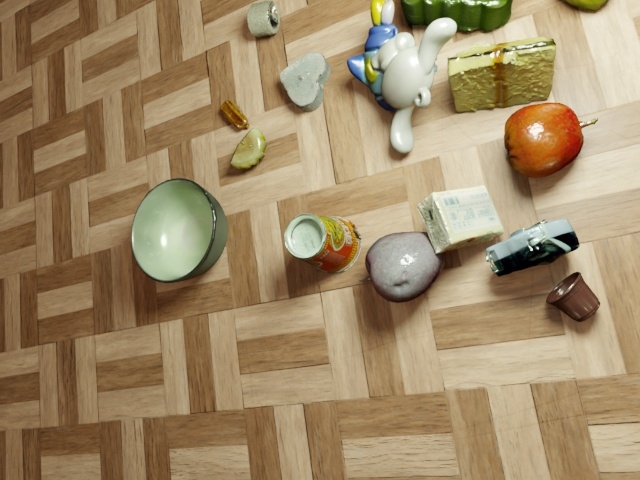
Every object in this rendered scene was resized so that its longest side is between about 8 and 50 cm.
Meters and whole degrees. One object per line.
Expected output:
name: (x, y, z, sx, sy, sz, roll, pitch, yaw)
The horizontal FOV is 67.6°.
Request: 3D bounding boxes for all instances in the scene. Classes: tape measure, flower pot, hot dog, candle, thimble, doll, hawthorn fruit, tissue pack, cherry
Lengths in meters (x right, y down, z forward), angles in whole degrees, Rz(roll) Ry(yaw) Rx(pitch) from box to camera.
tape measure: (0.542, 0.012, 1.198, 0.182, 0.181, 0.107, -41, 66, 55)
flower pot: (0.634, 0.147, 1.184, 0.089, 0.111, 0.111, 45, 102, 10)
hot dog: (-0.307, -0.452, 1.728, 0.062, 0.038, 0.144, -46, 70, 9)
candle: (-0.058, -0.536, 1.608, 0.168, 0.068, 0.192, 18, 89, 22)
thimble: (-0.198, -0.781, 1.687, 0.090, 0.102, 0.115, 1, 90, 24)
doll: (0.226, -0.503, 1.387, 0.376, 0.187, 0.366, -57, 46, 33)
hawthorn fruit: (0.584, -0.265, 1.214, 0.225, 0.196, 0.197, -19, 75, 12)
tissue pack: (0.376, -0.058, 1.276, 0.092, 0.196, 0.148, -45, 59, 60)
cherry: (0.223, 0.071, 1.324, 0.266, 0.183, 0.213, -32, 29, 9)

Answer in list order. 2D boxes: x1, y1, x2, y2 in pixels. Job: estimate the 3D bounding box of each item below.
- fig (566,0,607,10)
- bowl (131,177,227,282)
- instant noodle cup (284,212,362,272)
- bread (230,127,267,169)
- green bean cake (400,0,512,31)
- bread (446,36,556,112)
fig: (0.694, -0.685, 1.245, 0.144, 0.154, 0.166, -37, 91, 25)
bowl: (-0.457, -0.024, 1.654, 0.353, 0.185, 0.354, -3, 81, 24)
instant noodle cup: (0.000, 0.000, 1.427, 0.193, 0.212, 0.193, -3, 81, 24)
bread: (-0.235, -0.309, 1.650, 0.094, 0.083, 0.157, 25, 95, 23)
green bean cake: (0.405, -0.772, 1.363, 0.319, 0.218, 0.335, 14, 95, 18)
bread: (0.476, -0.486, 1.263, 0.263, 0.236, 0.198, -3, 82, 24)
